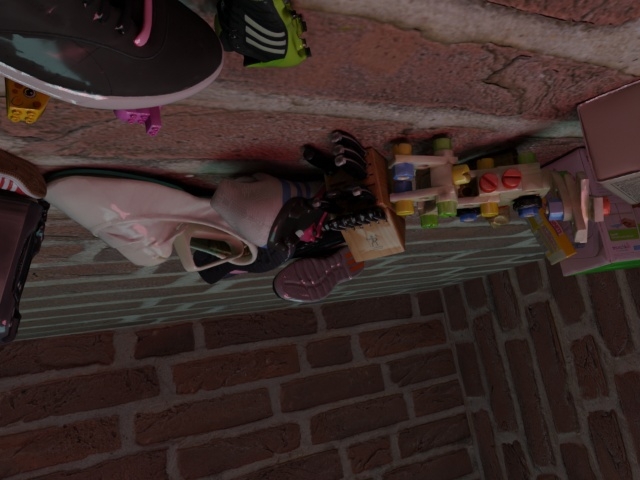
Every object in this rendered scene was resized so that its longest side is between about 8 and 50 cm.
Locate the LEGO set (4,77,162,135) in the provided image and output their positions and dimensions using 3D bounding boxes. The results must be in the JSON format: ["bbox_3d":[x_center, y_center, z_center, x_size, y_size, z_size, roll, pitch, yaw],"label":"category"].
[{"bbox_3d":[-0.217,-0.129,0.449,0.227,0.093,0.087,-2,166,-33],"label":"LEGO set"}]

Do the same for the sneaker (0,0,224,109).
[{"bbox_3d":[-0.151,-0.161,0.319,0.147,0.105,0.295,-14,165,43],"label":"sneaker"}]

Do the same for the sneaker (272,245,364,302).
[{"bbox_3d":[-0.033,0.112,1.603,0.321,0.125,0.180,-14,175,-41],"label":"sneaker"}]

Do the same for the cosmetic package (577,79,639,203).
[{"bbox_3d":[0.533,-0.152,0.900,0.153,0.129,0.296,-17,167,34],"label":"cosmetic package"}]

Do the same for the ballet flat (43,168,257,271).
[{"bbox_3d":[-0.230,-0.017,0.882,0.139,0.139,0.400,-18,166,32],"label":"ballet flat"}]

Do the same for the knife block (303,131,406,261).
[{"bbox_3d":[0.062,-0.100,0.905,0.088,0.242,0.276,-13,-147,20],"label":"knife block"}]

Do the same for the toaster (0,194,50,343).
[{"bbox_3d":[-0.456,0.021,0.733,0.146,0.227,0.129,13,159,-21],"label":"toaster"}]

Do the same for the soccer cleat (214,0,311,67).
[{"bbox_3d":[-0.054,-0.180,0.438,0.072,0.060,0.179,-10,171,6],"label":"soccer cleat"}]

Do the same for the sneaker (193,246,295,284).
[{"bbox_3d":[-0.140,0.007,1.175,0.319,0.112,0.131,-13,-168,46],"label":"sneaker"}]

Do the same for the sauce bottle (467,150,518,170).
[{"bbox_3d":[0.299,-0.129,1.024,0.128,0.042,0.042,-15,168,21],"label":"sauce bottle"}]

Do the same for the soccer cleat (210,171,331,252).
[{"bbox_3d":[-0.062,-0.064,0.913,0.143,0.116,0.331,29,-169,10],"label":"soccer cleat"}]

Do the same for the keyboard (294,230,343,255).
[{"bbox_3d":[0.000,0.000,1.407,0.201,0.033,0.317,-9,170,-44],"label":"keyboard"}]

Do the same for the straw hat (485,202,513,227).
[{"bbox_3d":[0.445,-0.064,1.410,0.144,0.061,0.144,-10,169,-2],"label":"straw hat"}]

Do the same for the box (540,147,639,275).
[{"bbox_3d":[0.599,-0.062,1.133,0.262,0.231,0.127,-5,166,-25],"label":"box"}]

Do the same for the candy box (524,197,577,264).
[{"bbox_3d":[0.416,-0.054,1.082,0.027,0.206,0.105,-26,168,0],"label":"candy box"}]

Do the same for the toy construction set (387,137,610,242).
[{"bbox_3d":[0.277,-0.085,0.894,0.327,0.151,0.215,10,173,14],"label":"toy construction set"}]

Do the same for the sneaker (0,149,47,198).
[{"bbox_3d":[-0.393,-0.075,0.678,0.067,0.042,0.118,-16,160,8],"label":"sneaker"}]
